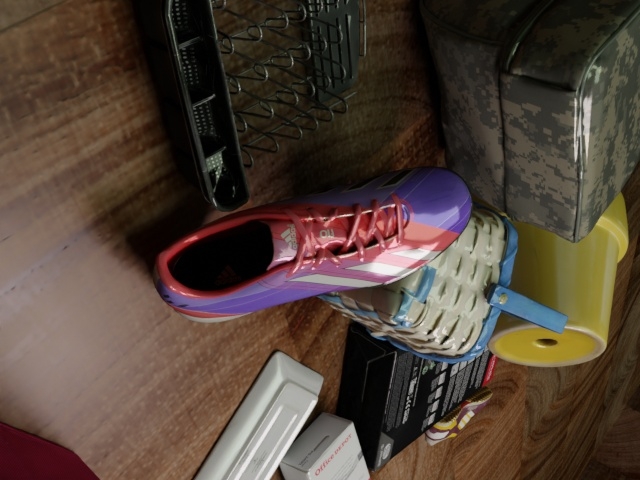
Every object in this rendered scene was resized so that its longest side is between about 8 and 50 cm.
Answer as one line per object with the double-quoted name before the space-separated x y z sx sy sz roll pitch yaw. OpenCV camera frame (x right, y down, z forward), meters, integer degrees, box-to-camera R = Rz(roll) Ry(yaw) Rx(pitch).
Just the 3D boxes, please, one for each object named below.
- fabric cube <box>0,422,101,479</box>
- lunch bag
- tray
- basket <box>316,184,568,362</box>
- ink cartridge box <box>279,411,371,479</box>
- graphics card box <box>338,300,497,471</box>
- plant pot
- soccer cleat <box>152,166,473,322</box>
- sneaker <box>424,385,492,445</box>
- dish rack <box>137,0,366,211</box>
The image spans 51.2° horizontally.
"fabric cube" -0.264 0.297 0.477 0.254 0.258 0.259 -55 144 -14
"lunch bag" 0.256 -0.186 0.832 0.212 0.256 0.305 -48 143 -23
"tray" -0.089 0.285 0.885 0.270 0.030 0.145 -58 143 -8
"basket" 0.141 0.043 0.831 0.289 0.254 0.201 27 83 -44
"ink cartridge box" 0.011 0.349 0.989 0.109 0.063 0.151 -38 123 -38
"graphics card box" 0.184 0.195 1.117 0.371 0.094 0.233 -22 128 -44
"plant pot" 0.331 0.051 1.004 0.254 0.253 0.239 51 39 -52
"soccer cleat" 0.000 0.000 0.628 0.318 0.109 0.116 -16 169 -3
"sneaker" 0.275 0.347 1.356 0.185 0.069 0.084 -16 132 -39
"dish rack" -0.037 -0.178 0.625 0.271 0.074 0.208 -37 137 -33
